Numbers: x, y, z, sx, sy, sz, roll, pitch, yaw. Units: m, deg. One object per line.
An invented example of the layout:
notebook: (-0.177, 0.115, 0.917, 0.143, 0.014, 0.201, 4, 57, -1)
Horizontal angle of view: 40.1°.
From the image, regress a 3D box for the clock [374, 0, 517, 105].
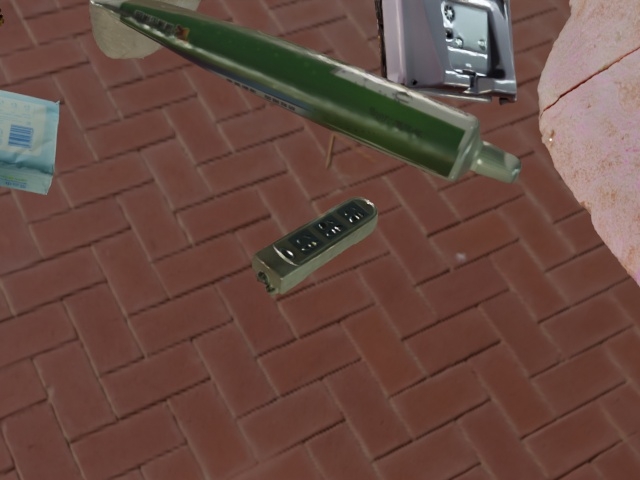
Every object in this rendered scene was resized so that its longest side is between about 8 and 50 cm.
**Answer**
clock: (0.184, -0.285, 1.194, 0.253, 0.083, 0.187, -3, 88, -42)

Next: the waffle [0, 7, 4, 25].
waffle: (-0.557, -0.434, 1.342, 0.068, 0.302, 0.325, -12, 18, -30)

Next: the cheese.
cheese: (-0.271, -0.397, 1.395, 0.154, 0.198, 0.189, 25, 43, -6)

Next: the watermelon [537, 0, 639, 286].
watermelon: (0.376, -0.135, 0.862, 0.222, 0.292, 0.319, 12, 27, -21)

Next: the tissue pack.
tissue pack: (-0.599, -0.185, 1.534, 0.263, 0.089, 0.177, 8, 51, -20)

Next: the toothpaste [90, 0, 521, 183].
toothpaste: (-0.009, -0.134, 0.760, 0.391, 0.061, 0.099, 23, 18, 4)

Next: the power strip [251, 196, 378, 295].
power strip: (0.000, 0.002, 1.562, 0.285, 0.048, 0.080, -31, 59, -32)
